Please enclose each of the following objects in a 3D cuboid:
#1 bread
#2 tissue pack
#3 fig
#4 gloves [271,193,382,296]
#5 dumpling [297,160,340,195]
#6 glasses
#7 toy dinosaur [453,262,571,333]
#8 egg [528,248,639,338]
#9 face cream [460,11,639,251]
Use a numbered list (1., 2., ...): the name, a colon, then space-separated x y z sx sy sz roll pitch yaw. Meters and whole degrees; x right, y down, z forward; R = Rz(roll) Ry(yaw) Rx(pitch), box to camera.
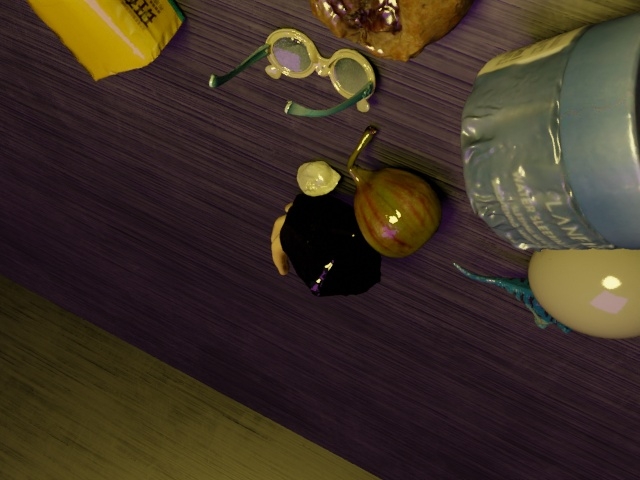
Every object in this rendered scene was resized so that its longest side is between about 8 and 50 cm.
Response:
1. bread: 0.073 -0.313 0.915 0.230 0.123 0.230 22 150 14
2. tissue pack: -0.369 -0.398 1.213 0.192 0.134 0.271 0 139 45
3. fig: 0.108 -0.059 1.258 0.186 0.142 0.148 29 134 -15
4. gloves: 0.003 -0.005 1.388 0.197 0.152 0.301 -1 -167 -29
5. dumpling: -0.007 -0.111 1.385 0.076 0.057 0.052 31 152 1
6. glasses: -0.036 -0.240 1.087 0.189 0.220 0.088 24 112 18
7. toy dinosaur: 0.386 0.108 1.277 0.329 0.076 0.144 22 175 34
8. egg: 0.401 0.051 1.101 0.176 0.176 0.232 45 154 -23
9. face cream: 0.309 -0.111 0.860 0.249 0.249 0.225 47 152 -25
